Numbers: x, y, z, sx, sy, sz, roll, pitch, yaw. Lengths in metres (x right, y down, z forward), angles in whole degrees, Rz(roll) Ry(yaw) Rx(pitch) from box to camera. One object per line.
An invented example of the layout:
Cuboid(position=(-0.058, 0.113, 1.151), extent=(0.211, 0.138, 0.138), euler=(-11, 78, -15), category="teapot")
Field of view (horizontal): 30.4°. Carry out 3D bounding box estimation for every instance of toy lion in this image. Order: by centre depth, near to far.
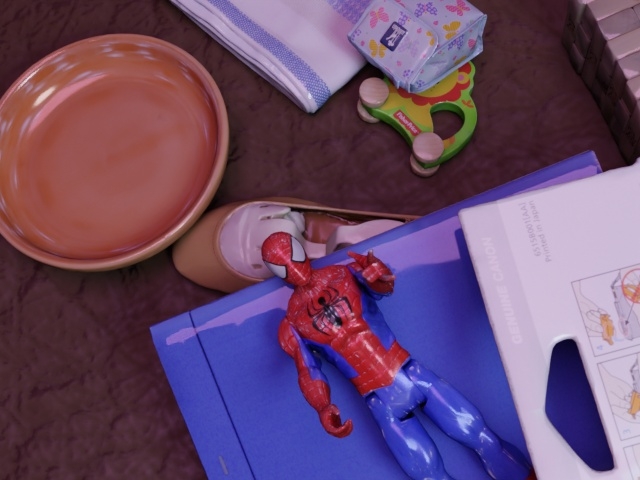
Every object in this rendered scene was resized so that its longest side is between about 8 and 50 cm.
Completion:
Cuboid(position=(0.084, -0.112, 0.913), extent=(0.096, 0.034, 0.100), euler=(-37, 72, -14), category="toy lion")

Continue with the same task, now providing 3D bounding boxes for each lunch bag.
Cuboid(position=(0.073, -0.156, 0.890), extent=(0.083, 0.053, 0.071), euler=(-36, 63, -17), category="lunch bag")

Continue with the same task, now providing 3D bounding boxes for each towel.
Cuboid(position=(0.012, -0.259, 0.966), extent=(0.209, 0.034, 0.285), euler=(42, 80, 16), category="towel")

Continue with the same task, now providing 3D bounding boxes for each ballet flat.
Cuboid(position=(0.000, 0.000, 0.860), extent=(0.232, 0.073, 0.080), euler=(2, 73, 7), category="ballet flat")

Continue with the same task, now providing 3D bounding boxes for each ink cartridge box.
Cuboid(position=(0.234, 0.081, 0.717), extent=(0.238, 0.060, 0.275), euler=(-15, 78, 1), category="ink cartridge box")

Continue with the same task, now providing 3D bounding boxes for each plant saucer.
Cuboid(position=(-0.164, -0.066, 0.911), extent=(0.200, 0.037, 0.200), euler=(-4, 67, 9), category="plant saucer")

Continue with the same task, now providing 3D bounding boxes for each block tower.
Cuboid(position=(0.286, -0.042, 0.834), extent=(0.097, 0.091, 0.335), euler=(-23, 71, -3), category="block tower")

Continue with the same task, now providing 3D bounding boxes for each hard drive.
Cuboid(position=(0.071, 0.096, 0.796), extent=(0.318, 0.040, 0.210), euler=(-22, 89, 3), category="hard drive")

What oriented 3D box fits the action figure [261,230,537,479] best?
Cuboid(position=(0.056, 0.103, 0.711), extent=(0.091, 0.139, 0.280), euler=(-41, 86, 2), category="action figure")
